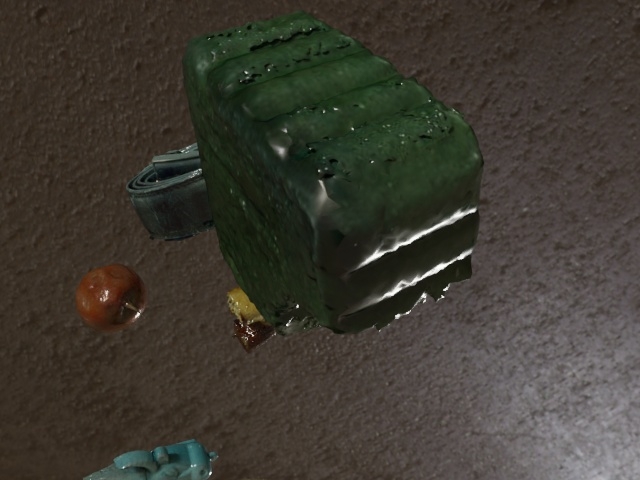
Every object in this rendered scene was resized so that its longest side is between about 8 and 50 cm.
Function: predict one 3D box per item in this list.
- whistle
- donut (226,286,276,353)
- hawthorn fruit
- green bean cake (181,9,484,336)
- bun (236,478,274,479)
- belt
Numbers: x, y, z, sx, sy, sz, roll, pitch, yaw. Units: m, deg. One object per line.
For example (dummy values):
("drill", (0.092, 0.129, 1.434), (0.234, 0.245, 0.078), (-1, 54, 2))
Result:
("whistle", (-0.348, 0.479, 1.330), (0.274, 0.093, 0.186), (-9, 132, -20))
("donut", (-0.155, 0.187, 1.579), (0.141, 0.085, 0.217), (-28, 147, -16))
("hawthorn fruit", (-0.424, 0.113, 1.319), (0.149, 0.149, 0.189), (7, 159, -28))
("green bean cake", (0.005, -0.029, 0.621), (0.169, 0.300, 0.308), (-23, 138, -20))
("bun", (-0.093, 0.505, 0.856), (0.326, 0.362, 0.234), (-32, 117, -13))
("belt", (-0.192, -0.092, 0.999), (0.267, 0.206, 0.116), (-12, 116, 26))
